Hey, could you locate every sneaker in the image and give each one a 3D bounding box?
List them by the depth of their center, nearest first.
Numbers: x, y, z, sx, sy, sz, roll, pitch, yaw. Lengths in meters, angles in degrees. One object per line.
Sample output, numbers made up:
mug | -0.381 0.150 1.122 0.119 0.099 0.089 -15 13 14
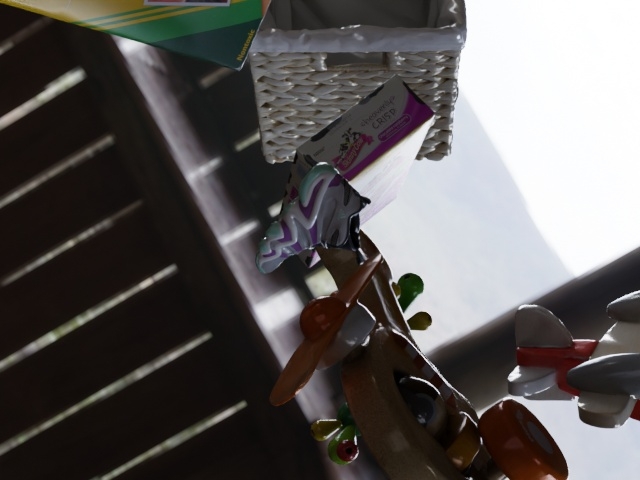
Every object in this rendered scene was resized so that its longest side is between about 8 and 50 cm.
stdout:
sneaker | 0.000 0.000 0.909 0.069 0.098 0.038 37 28 7

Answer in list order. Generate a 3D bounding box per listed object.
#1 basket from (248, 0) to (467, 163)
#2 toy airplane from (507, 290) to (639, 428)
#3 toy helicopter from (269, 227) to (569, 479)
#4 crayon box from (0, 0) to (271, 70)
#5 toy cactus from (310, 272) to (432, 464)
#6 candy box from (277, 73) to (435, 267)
basket | 0.052 -0.321 1.985 0.266 0.328 0.331 88 2 -47
toy airplane | 0.468 0.164 1.863 0.386 0.384 0.272 -129 -132 -57
toy helicopter | 0.046 0.091 1.067 0.235 0.140 0.355 37 20 -34
crayon box | -0.148 -0.371 1.189 0.313 0.363 0.106 10 23 -42
toy cactus | 0.045 0.139 1.316 0.180 0.112 0.219 107 -4 -67
candy box | 0.036 -0.077 1.503 0.071 0.159 0.233 47 -21 12
